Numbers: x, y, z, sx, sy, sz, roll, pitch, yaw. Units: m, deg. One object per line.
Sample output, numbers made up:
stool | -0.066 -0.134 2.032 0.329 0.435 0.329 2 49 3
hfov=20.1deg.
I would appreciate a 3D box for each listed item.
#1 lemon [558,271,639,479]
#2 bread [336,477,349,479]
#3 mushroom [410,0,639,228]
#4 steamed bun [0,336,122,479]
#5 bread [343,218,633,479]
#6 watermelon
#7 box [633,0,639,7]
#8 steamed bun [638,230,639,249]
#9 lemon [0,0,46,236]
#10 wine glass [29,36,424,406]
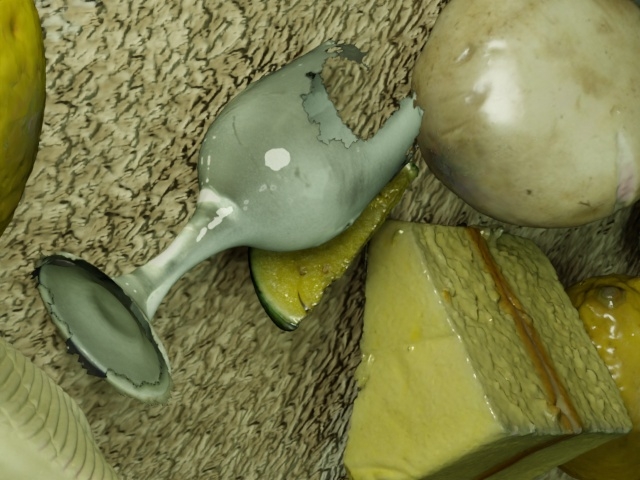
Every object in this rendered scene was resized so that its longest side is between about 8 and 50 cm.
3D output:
lemon | 0.303 0.145 1.859 0.204 0.204 0.260 -40 138 -29
bread | 0.065 0.267 1.723 0.125 0.106 0.082 -15 116 -50
mushroom | 0.199 -0.126 1.567 0.255 0.255 0.184 -39 172 -30
steamed bun | -0.244 0.156 1.232 0.152 0.170 0.239 -37 140 3
bread | 0.126 0.106 1.684 0.198 0.236 0.263 -30 158 31
watermelon | -0.002 0.004 1.495 0.181 0.092 0.075 -54 158 -26
box | 0.476 -0.240 1.848 0.396 0.111 0.396 -46 126 -24
steamed bun | 0.418 -0.006 1.989 0.183 0.106 0.183 -12 108 -41
lemon | -0.271 -0.088 0.967 0.267 0.267 0.267 -29 132 -38
wine glass | -0.062 -0.024 1.363 0.321 0.143 0.143 -45 140 -27
